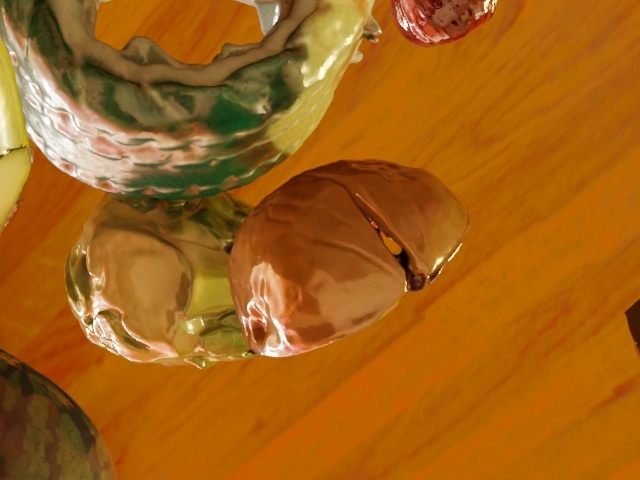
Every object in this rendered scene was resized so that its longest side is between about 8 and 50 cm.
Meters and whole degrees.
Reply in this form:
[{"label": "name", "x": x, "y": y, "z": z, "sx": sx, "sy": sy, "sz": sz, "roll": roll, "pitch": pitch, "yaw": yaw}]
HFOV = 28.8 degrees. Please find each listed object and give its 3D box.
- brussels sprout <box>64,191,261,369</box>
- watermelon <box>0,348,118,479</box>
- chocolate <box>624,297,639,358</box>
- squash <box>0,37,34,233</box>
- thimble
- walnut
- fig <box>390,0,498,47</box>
[{"label": "brussels sprout", "x": -0.116, "y": 0.031, "z": 1.076, "sx": 0.223, "sy": 0.223, "sz": 0.161, "roll": 24, "pitch": 111, "yaw": 2}, {"label": "watermelon", "x": -0.202, "y": 0.153, "z": 0.622, "sx": 0.212, "sy": 0.212, "sz": 0.212, "roll": 7, "pitch": 120, "yaw": 12}, {"label": "chocolate", "x": 0.405, "y": 0.147, "z": 1.152, "sx": 0.224, "sy": 0.206, "sz": 0.177, "roll": 14, "pitch": 129, "yaw": 46}, {"label": "squash", "x": -0.190, "y": -0.059, "z": 0.644, "sx": 0.075, "sy": 0.090, "sz": 0.200, "roll": 44, "pitch": 138, "yaw": 33}, {"label": "thimble", "x": -0.102, "y": -0.169, "z": 0.953, "sx": 0.288, "sy": 0.254, "sz": 0.167, "roll": -9, "pitch": 161, "yaw": -14}, {"label": "walnut", "x": -0.002, "y": -0.001, "z": 0.843, "sx": 0.087, "sy": 0.167, "sz": 0.211, "roll": 52, "pitch": 155, "yaw": -15}, {"label": "fig", "x": 0.136, "y": -0.283, "z": 1.382, "sx": 0.128, "sy": 0.128, "sz": 0.150, "roll": 6, "pitch": 142, "yaw": 12}]
